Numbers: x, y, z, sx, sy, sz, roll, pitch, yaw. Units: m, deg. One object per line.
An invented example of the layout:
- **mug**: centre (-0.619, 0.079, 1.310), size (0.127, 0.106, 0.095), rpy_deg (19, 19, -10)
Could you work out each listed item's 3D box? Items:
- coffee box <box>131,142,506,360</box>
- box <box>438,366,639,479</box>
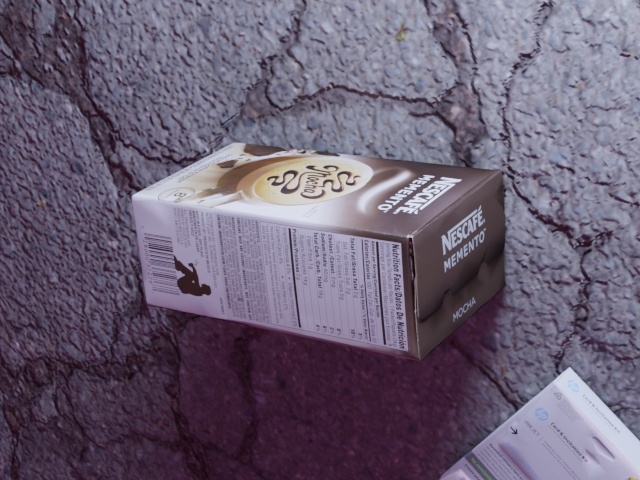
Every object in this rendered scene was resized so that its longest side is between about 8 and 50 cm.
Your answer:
- **coffee box**: centre (0.000, 0.000, 1.266), size (0.297, 0.168, 0.119), rpy_deg (9, 116, 32)
- **box**: centre (0.218, 0.225, 1.300), size (0.145, 0.038, 0.186), rpy_deg (47, 131, 8)
